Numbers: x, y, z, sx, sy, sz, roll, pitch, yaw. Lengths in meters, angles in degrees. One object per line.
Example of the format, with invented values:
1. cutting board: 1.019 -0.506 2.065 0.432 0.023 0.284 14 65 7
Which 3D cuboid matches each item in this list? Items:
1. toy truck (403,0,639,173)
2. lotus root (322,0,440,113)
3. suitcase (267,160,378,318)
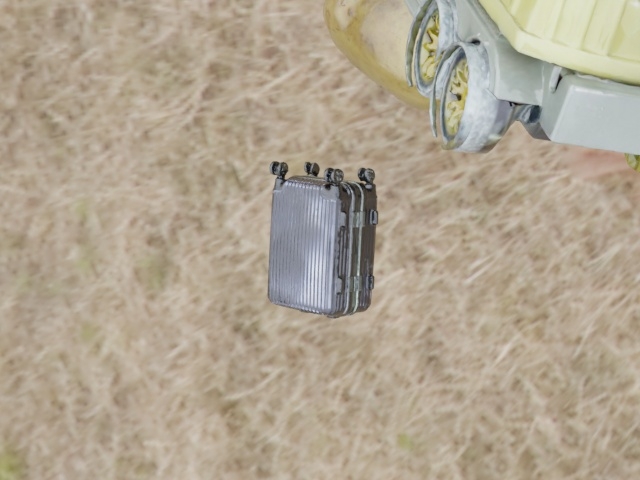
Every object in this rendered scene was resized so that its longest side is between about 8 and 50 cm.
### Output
1. toy truck: 0.108 -0.147 0.694 0.124 0.272 0.157 8 121 -17
2. lotus root: 0.095 -0.165 1.204 0.221 0.125 0.118 33 159 38
3. suitcase: 0.000 0.000 1.220 0.086 0.059 0.126 9 99 43
